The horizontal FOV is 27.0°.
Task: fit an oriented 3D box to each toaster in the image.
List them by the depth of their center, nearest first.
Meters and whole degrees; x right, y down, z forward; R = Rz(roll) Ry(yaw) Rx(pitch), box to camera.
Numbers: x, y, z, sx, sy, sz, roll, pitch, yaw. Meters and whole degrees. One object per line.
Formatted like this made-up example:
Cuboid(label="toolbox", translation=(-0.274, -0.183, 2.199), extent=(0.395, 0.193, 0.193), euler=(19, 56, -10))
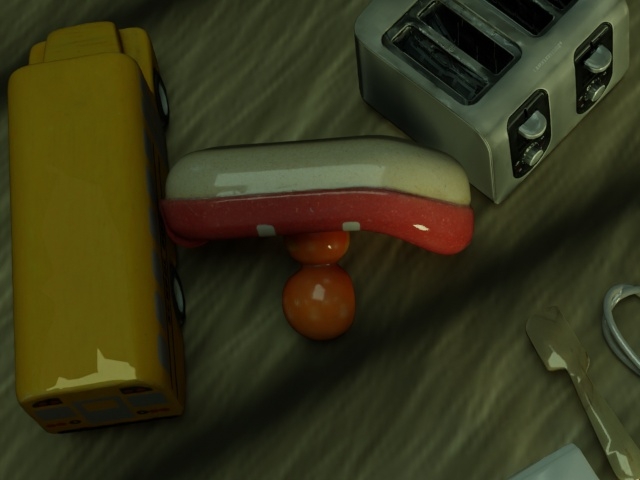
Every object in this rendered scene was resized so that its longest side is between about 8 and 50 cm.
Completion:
Cuboid(label="toaster", translation=(0.129, -0.152, 1.048), extent=(0.185, 0.110, 0.168), euler=(41, 76, 21))

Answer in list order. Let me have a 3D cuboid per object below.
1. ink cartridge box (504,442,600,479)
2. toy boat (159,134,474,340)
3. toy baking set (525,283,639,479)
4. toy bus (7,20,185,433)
Cuboid(label="ink cartridge box", translation=(0.089, 0.293, 0.808), extent=(0.270, 0.198, 0.197), euler=(-30, 67, -5))
Cuboid(label="toy boat", translation=(0.000, 0.000, 1.000), extent=(0.231, 0.151, 0.151), euler=(-4, 96, 7))
Cuboid(label="toy baking set", translation=(0.274, 0.123, 0.955), extent=(0.256, 0.030, 0.197), euler=(2, 64, 8))
Cuboid(label="toy bus", translation=(-0.173, -0.024, 1.019), extent=(0.108, 0.130, 0.333), euler=(-9, 66, 3))
